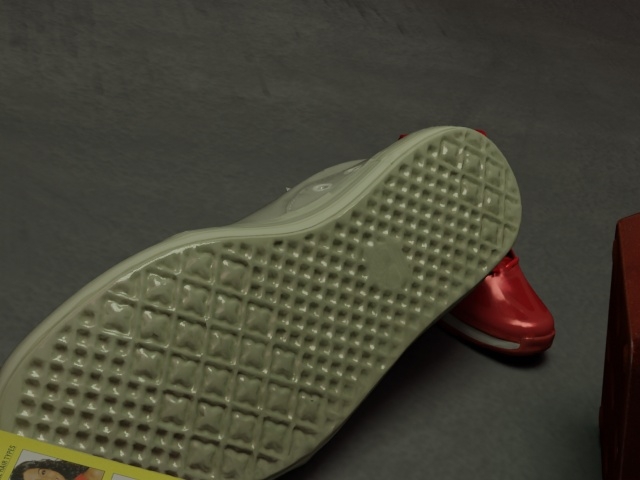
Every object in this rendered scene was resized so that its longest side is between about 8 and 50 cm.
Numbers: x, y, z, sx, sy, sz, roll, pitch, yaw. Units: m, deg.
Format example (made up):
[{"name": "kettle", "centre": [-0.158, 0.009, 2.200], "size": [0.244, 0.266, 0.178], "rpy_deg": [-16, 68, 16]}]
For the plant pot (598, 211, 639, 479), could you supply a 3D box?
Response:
[{"name": "plant pot", "centre": [0.305, 0.106, 0.767], "size": [0.235, 0.267, 0.267], "rpy_deg": [2, 27, 9]}]

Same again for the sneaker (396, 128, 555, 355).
[{"name": "sneaker", "centre": [0.118, -0.012, 0.975], "size": [0.087, 0.128, 0.221], "rpy_deg": [-15, 43, -40]}]

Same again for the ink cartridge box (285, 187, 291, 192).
[{"name": "ink cartridge box", "centre": [0.000, 0.000, 0.996], "size": [0.062, 0.029, 0.115], "rpy_deg": [9, 31, -11]}]

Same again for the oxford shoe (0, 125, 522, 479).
[{"name": "oxford shoe", "centre": [-0.034, 0.051, 0.821], "size": [0.449, 0.169, 0.130], "rpy_deg": [-32, 10, -38]}]

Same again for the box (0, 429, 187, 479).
[{"name": "box", "centre": [-0.169, 0.149, 0.632], "size": [0.232, 0.087, 0.058], "rpy_deg": [16, 34, -3]}]
